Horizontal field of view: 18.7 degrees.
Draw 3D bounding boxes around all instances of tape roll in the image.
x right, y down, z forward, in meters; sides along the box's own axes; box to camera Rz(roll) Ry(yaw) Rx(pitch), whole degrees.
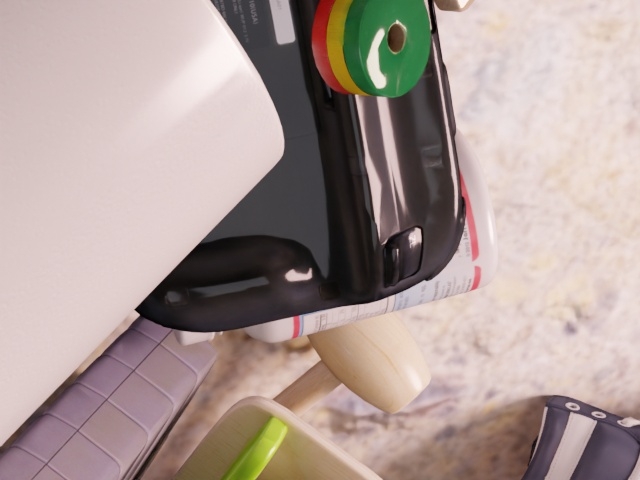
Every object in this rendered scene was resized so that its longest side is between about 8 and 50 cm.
[{"bbox_3d":[-0.155,-0.056,0.680,0.169,0.246,0.246,-46,130,-10],"label":"tape roll"}]

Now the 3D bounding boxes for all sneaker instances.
[{"bbox_3d":[0.225,0.133,1.144,0.282,0.153,0.099,-29,135,-39],"label":"sneaker"}]

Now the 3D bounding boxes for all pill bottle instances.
[{"bbox_3d":[0.000,0.000,0.953,0.160,0.087,0.087,-14,129,-10],"label":"pill bottle"}]

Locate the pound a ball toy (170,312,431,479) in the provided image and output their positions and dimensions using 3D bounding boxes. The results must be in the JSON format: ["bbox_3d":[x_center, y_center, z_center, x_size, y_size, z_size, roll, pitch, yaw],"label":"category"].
[{"bbox_3d":[-0.049,0.196,0.996,0.136,0.208,0.319,38,113,-1],"label":"pound a ball toy"}]

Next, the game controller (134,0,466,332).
[{"bbox_3d":[-0.035,-0.111,0.835,0.166,0.067,0.319,-9,111,3],"label":"game controller"}]

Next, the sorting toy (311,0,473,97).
[{"bbox_3d":[0.053,-0.190,0.785,0.274,0.046,0.132,-54,133,-30],"label":"sorting toy"}]

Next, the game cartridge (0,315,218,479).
[{"bbox_3d":[-0.185,0.208,0.962,0.068,0.230,0.355,33,113,-1],"label":"game cartridge"}]
